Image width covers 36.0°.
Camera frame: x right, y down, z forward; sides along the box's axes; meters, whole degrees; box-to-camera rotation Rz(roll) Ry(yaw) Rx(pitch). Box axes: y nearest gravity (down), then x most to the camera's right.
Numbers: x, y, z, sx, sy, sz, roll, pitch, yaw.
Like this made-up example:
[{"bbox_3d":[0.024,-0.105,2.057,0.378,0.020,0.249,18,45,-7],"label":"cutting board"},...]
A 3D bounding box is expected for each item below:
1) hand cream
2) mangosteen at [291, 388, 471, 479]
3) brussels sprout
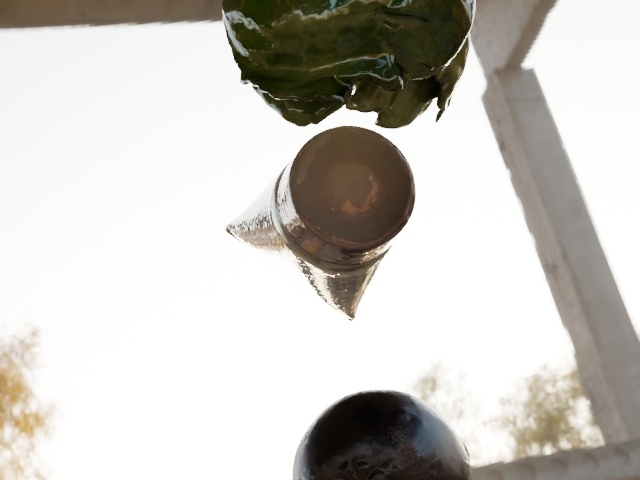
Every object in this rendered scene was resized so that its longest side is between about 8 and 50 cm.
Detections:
[{"bbox_3d":[0.000,0.000,0.718,0.083,0.133,0.248,-52,2,-18],"label":"hand cream"},{"bbox_3d":[0.054,0.194,0.805,0.153,0.152,0.152,-11,-27,-6],"label":"mangosteen"},{"bbox_3d":[0.019,-0.140,0.530,0.139,0.181,0.100,12,-13,1],"label":"brussels sprout"}]
